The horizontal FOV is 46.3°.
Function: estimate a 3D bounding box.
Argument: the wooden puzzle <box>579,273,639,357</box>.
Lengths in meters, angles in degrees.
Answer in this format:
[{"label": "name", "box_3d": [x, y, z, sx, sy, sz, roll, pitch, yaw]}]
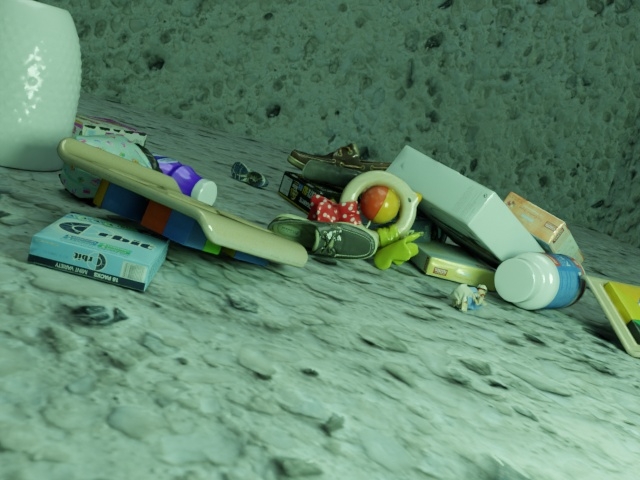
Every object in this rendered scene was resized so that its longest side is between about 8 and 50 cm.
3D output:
[{"label": "wooden puzzle", "box_3d": [0.675, 0.159, 1.549, 0.221, 0.044, 0.238, 11, 36, -25]}]

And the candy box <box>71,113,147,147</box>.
[{"label": "candy box", "box_3d": [-0.614, -0.292, 2.039, 0.159, 0.071, 0.233, 23, 13, 28]}]

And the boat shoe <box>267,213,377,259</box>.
[{"label": "boat shoe", "box_3d": [0.000, -0.001, 1.494, 0.224, 0.080, 0.073, 13, 16, 11]}]

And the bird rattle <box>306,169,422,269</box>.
[{"label": "bird rattle", "box_3d": [0.104, -0.051, 1.599, 0.254, 0.206, 0.143, 28, -5, 9]}]

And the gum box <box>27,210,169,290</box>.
[{"label": "gum box", "box_3d": [-0.307, 0.011, 1.067, 0.157, 0.041, 0.184, 15, 10, -6]}]

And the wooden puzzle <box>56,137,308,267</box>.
[{"label": "wooden puzzle", "box_3d": [-0.229, -0.041, 1.251, 0.348, 0.080, 0.322, 27, 4, 27]}]

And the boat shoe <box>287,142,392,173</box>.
[{"label": "boat shoe", "box_3d": [0.077, -0.226, 2.177, 0.342, 0.123, 0.123, 15, 11, -8]}]

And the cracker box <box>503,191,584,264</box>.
[{"label": "cracker box", "box_3d": [0.523, -0.011, 1.773, 0.156, 0.067, 0.232, 38, 0, 37]}]

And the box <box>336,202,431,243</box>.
[{"label": "box", "box_3d": [0.126, -0.042, 1.781, 0.184, 0.059, 0.233, -5, 15, -23]}]

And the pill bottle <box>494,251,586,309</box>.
[{"label": "pill bottle", "box_3d": [0.467, 0.086, 1.597, 0.124, 0.124, 0.222, 26, 14, 39]}]

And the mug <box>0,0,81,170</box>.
[{"label": "mug", "box_3d": [-0.690, -0.354, 1.562, 0.375, 0.327, 0.276, 16, 11, -2]}]

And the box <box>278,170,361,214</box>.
[{"label": "box", "box_3d": [0.077, -0.104, 2.097, 0.322, 0.079, 0.257, 11, 11, -27]}]

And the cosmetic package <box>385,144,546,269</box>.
[{"label": "cosmetic package", "box_3d": [0.351, -0.044, 1.731, 0.377, 0.097, 0.284, 37, 3, -44]}]

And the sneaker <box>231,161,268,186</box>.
[{"label": "sneaker", "box_3d": [-0.206, -0.187, 2.190, 0.135, 0.052, 0.058, 32, 8, 32]}]

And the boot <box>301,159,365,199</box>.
[{"label": "boot", "box_3d": [0.051, -0.164, 1.974, 0.209, 0.076, 0.190, 21, 11, 13]}]

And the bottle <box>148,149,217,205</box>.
[{"label": "bottle", "box_3d": [-0.353, -0.137, 1.594, 0.283, 0.092, 0.118, 21, 18, 23]}]

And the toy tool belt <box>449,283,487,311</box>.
[{"label": "toy tool belt", "box_3d": [0.288, 0.115, 1.419, 0.083, 0.052, 0.051, 5, 47, -35]}]

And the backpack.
[{"label": "backpack", "box_3d": [-0.409, -0.138, 1.441, 0.152, 0.115, 0.182, 38, 28, 31]}]

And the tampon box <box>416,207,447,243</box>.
[{"label": "tampon box", "box_3d": [0.263, -0.045, 1.957, 0.102, 0.120, 0.161, 24, 13, 31]}]

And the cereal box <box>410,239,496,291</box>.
[{"label": "cereal box", "box_3d": [0.291, 0.046, 1.738, 0.173, 0.047, 0.240, 14, 12, -13]}]
